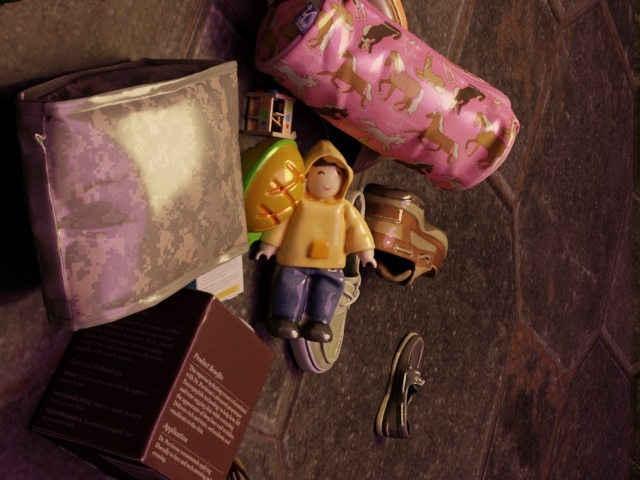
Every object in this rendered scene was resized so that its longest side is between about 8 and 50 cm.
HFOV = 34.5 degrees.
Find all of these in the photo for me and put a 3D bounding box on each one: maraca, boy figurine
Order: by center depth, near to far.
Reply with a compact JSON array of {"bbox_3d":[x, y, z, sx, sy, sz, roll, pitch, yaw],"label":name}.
[{"bbox_3d":[-0.083,-0.056,1.395,0.127,0.099,0.186,-14,133,-61],"label":"maraca"},{"bbox_3d":[0.000,0.000,1.480,0.092,0.177,0.285,-124,-135,-79],"label":"boy figurine"}]

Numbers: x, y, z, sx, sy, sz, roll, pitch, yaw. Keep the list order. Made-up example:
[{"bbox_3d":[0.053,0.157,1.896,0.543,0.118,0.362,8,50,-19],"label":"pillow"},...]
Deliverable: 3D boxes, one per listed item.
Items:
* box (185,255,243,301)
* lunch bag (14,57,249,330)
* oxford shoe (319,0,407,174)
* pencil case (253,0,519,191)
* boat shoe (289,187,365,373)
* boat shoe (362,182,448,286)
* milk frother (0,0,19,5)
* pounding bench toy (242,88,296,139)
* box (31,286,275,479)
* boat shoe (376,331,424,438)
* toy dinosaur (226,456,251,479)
[{"bbox_3d":[-0.155,-0.039,1.306,0.100,0.060,0.244,-25,118,-55],"label":"box"},{"bbox_3d":[-0.214,-0.060,1.098,0.287,0.169,0.235,-32,124,-58],"label":"lunch bag"},{"bbox_3d":[0.048,-0.266,1.536,0.132,0.130,0.364,-39,128,-39],"label":"oxford shoe"},{"bbox_3d":[0.097,-0.217,1.440,0.386,0.167,0.160,31,66,-26],"label":"pencil case"},{"bbox_3d":[0.012,0.062,1.574,0.109,0.094,0.302,-18,112,-57],"label":"boat shoe"},{"bbox_3d":[0.125,0.013,1.710,0.324,0.122,0.120,44,60,-63],"label":"boat shoe"},{"bbox_3d":[-0.261,-0.313,0.992,0.129,0.134,0.143,-93,174,-57],"label":"milk frother"},{"bbox_3d":[-0.062,-0.176,1.438,0.083,0.052,0.065,1,95,-59],"label":"pounding bench toy"},{"bbox_3d":[-0.187,0.173,1.195,0.168,0.167,0.203,52,53,-50],"label":"box"},{"bbox_3d":[0.165,0.270,1.906,0.075,0.065,0.206,49,55,-51],"label":"boat shoe"},{"bbox_3d":[-0.135,0.357,1.278,0.200,0.296,0.127,-38,171,0],"label":"toy dinosaur"}]
